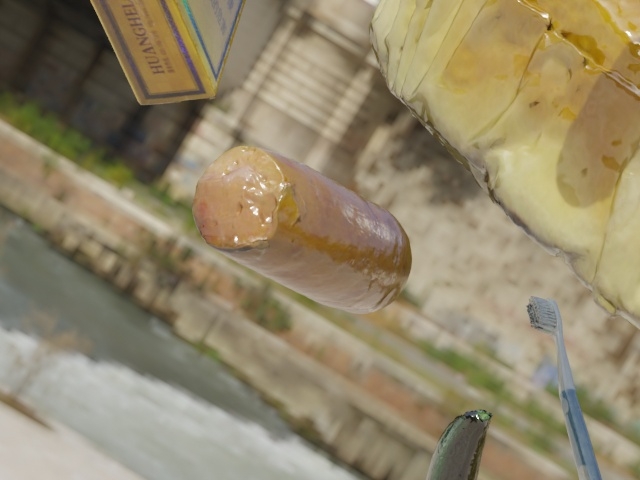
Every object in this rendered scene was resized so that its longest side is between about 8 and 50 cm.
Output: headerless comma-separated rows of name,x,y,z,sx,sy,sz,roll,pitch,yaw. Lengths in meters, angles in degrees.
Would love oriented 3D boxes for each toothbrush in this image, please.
toothbrush,0.201,0.138,1.486,0.025,0.019,0.275,17,36,-19

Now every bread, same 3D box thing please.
bread,0.196,-0.081,1.242,0.388,0.183,0.236,45,10,26

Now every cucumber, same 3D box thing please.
cucumber,0.071,0.174,1.129,0.036,0.184,0.033,-6,34,-39

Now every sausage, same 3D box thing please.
sausage,0.001,-0.002,1.538,0.109,0.109,0.270,31,2,30

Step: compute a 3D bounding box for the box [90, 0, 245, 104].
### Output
box,-0.128,-0.299,1.725,0.084,0.301,0.193,-3,-43,19
